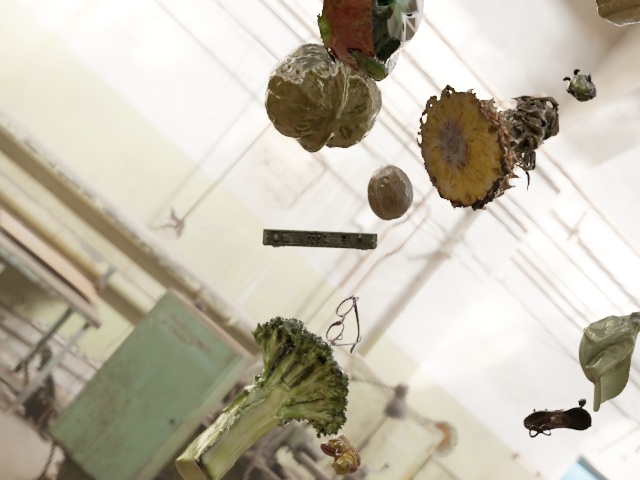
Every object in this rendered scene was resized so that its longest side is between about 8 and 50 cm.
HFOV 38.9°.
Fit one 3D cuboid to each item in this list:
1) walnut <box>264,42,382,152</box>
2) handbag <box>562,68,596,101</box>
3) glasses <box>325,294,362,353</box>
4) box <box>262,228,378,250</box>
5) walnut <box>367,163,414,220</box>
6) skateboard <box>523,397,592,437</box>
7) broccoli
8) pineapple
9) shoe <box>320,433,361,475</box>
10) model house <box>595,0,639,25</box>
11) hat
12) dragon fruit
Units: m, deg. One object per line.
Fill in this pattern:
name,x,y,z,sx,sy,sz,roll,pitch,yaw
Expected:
walnut,0.000,-0.354,2.256,0.282,0.253,0.277,39,11,-28
handbag,0.663,-0.386,2.290,0.047,0.072,0.111,41,19,-35
glasses,0.076,0.211,2.112,0.063,0.140,0.104,-14,-51,44
box,0.000,-0.001,2.173,0.270,0.045,0.211,2,0,0
walnut,0.203,-0.139,2.633,0.140,0.162,0.140,1,-20,0
skateboard,0.521,0.401,1.995,0.080,0.151,0.067,-39,114,-70
broccoli,-0.105,0.331,1.711,0.221,0.361,0.252,26,-19,31
pineapple,0.377,-0.209,1.845,0.262,0.272,0.262,29,-53,46
shoe,0.048,0.519,2.175,0.072,0.069,0.109,110,-38,-50
model house,0.672,-0.565,1.879,0.175,0.234,0.193,22,-12,-28
hat,0.473,0.197,1.490,0.081,0.122,0.166,22,-57,43
dragon fruit,0.091,-0.406,1.573,0.130,0.268,0.295,7,-4,26
